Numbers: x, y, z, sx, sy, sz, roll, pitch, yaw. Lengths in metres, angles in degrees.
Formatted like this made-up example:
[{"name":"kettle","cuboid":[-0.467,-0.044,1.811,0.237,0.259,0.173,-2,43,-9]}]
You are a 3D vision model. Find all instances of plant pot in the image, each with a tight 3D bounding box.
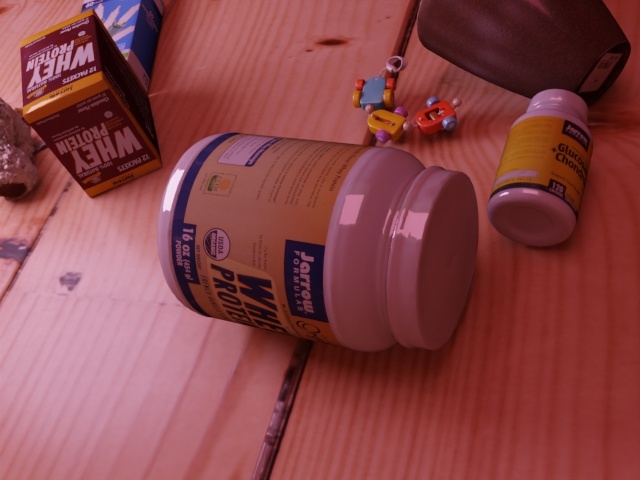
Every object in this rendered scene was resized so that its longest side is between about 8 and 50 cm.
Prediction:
[{"name":"plant pot","cuboid":[0.284,-0.281,1.066,0.215,0.215,0.230,-38,63,-10]}]

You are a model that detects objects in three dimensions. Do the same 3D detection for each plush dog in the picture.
[{"name":"plush dog","cuboid":[-0.581,-0.204,1.310,0.262,0.225,0.210,4,55,24]}]

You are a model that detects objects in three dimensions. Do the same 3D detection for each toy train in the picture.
[{"name":"toy train","cuboid":[0.120,-0.188,1.146,0.125,0.046,0.166,-30,52,-5]}]

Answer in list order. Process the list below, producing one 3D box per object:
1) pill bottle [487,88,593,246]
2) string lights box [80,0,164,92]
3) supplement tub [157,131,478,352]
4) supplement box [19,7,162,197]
[{"name":"pill bottle","cuboid":[0.270,-0.092,0.969,0.103,0.103,0.184,6,57,26]},{"name":"string lights box","cuboid":[-0.369,-0.361,1.451,0.133,0.076,0.259,-12,50,14]},{"name":"supplement tub","cuboid":[0.000,0.000,0.920,0.316,0.228,0.228,9,57,28]},{"name":"supplement box","cuboid":[-0.356,-0.212,1.251,0.129,0.191,0.194,-23,49,3]}]
